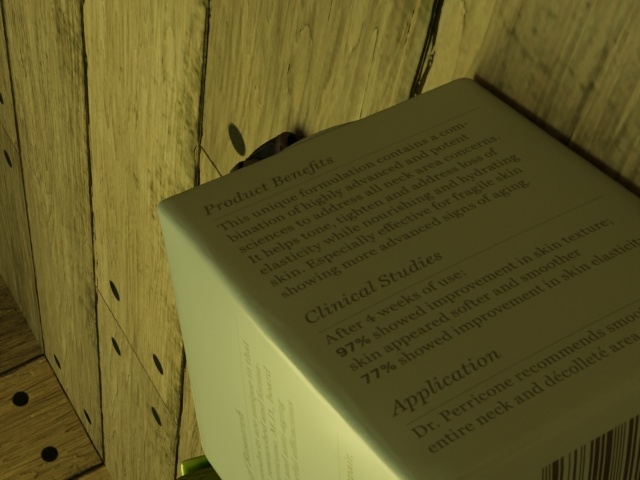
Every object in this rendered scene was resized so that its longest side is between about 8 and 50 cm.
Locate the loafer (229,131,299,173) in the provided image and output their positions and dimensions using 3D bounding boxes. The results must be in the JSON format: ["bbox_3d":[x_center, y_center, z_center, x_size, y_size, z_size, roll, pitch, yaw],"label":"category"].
[{"bbox_3d":[0.000,0.000,1.516,0.095,0.109,0.302,-44,65,20],"label":"loafer"}]

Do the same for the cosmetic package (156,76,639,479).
[{"bbox_3d":[0.110,0.126,1.079,0.394,0.329,0.327,45,150,43],"label":"cosmetic package"}]

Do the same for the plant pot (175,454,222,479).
[{"bbox_3d":[-0.064,0.369,1.615,0.207,0.228,0.227,-119,18,-80],"label":"plant pot"}]
